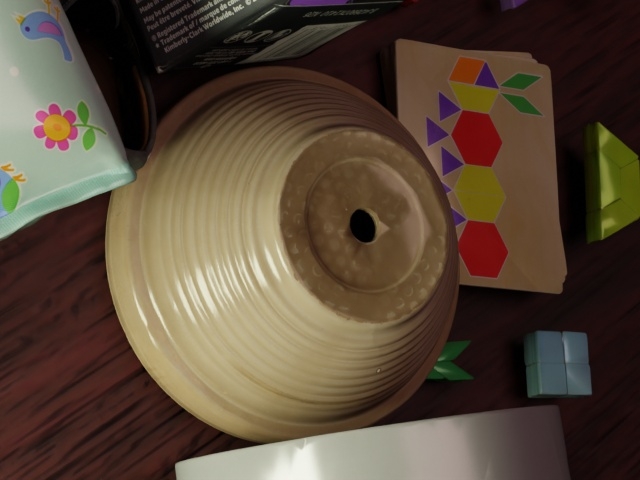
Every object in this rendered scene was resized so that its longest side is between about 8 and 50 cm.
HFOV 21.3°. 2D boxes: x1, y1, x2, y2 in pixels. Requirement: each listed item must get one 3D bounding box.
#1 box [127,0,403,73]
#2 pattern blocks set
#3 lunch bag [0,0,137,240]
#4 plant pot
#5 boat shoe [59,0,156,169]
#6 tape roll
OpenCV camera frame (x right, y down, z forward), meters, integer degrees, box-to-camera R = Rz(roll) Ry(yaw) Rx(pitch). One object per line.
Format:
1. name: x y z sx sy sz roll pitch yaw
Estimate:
1. box: -0.052 -0.252 1.008 0.165 0.143 0.270 -14 81 -58
2. pattern blocks set: 0.106 -0.054 1.179 0.285 0.026 0.325 15 70 -28
3. lunch bag: -0.259 -0.069 0.836 0.262 0.160 0.223 -26 98 -27
4. plant pot: 0.000 0.000 1.023 0.237 0.110 0.237 8 74 -28
5. boat shoe: -0.142 -0.144 0.992 0.084 0.079 0.233 -4 79 -36
6. tape roll: 0.031 0.143 0.953 0.219 0.219 0.072 -3 80 -37
